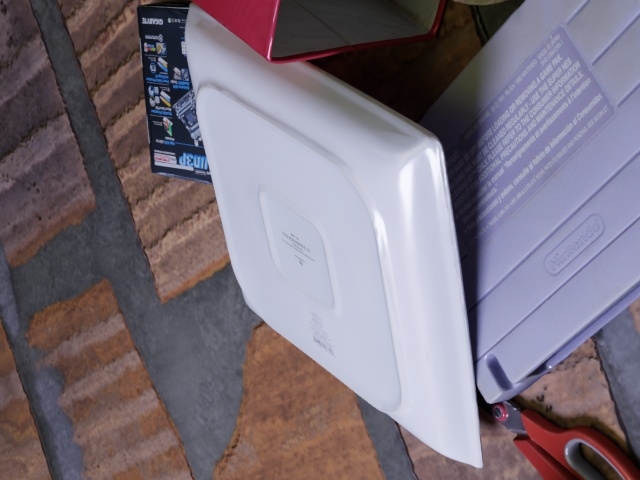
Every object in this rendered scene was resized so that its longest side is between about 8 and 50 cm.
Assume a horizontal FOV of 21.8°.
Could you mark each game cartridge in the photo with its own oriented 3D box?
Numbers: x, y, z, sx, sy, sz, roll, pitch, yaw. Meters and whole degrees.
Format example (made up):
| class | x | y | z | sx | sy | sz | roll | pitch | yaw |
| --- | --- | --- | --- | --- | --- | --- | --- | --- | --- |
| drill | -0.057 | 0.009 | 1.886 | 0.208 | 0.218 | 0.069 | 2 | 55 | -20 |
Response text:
| class | x | y | z | sx | sy | sz | roll | pitch | yaw |
| --- | --- | --- | --- | --- | --- | --- | --- | --- | --- |
| game cartridge | 0.184 | -0.052 | 1.282 | 0.355 | 0.068 | 0.230 | -48 | 59 | 48 |

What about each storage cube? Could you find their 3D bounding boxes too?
| class | x | y | z | sx | sy | sz | roll | pitch | yaw |
| --- | --- | --- | --- | --- | --- | --- | --- | --- | --- |
| storage cube | -0.011 | -0.277 | 1.354 | 0.193 | 0.184 | 0.215 | 42 | 131 | 37 |

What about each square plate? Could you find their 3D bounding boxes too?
| class | x | y | z | sx | sy | sz | roll | pitch | yaw |
| --- | --- | --- | --- | --- | --- | --- | --- | --- | --- |
| square plate | 0.000 | 0.000 | 1.430 | 0.347 | 0.049 | 0.344 | 35 | 145 | 45 |

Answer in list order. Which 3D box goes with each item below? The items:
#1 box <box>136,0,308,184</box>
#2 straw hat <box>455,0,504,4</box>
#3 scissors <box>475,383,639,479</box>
| class | x | y | z | sx | sy | sz | roll | pitch | yaw |
| --- | --- | --- | --- | --- | --- | --- | --- | --- | --- |
| box | -0.094 | -0.142 | 1.613 | 0.220 | 0.051 | 0.175 | 11 | 110 | 50 |
| straw hat | 0.118 | -0.236 | 1.243 | 0.144 | 0.061 | 0.144 | 4 | 117 | 7 |
| scissors | 0.171 | 0.146 | 1.396 | 0.297 | 0.021 | 0.109 | 51 | 139 | 31 |
